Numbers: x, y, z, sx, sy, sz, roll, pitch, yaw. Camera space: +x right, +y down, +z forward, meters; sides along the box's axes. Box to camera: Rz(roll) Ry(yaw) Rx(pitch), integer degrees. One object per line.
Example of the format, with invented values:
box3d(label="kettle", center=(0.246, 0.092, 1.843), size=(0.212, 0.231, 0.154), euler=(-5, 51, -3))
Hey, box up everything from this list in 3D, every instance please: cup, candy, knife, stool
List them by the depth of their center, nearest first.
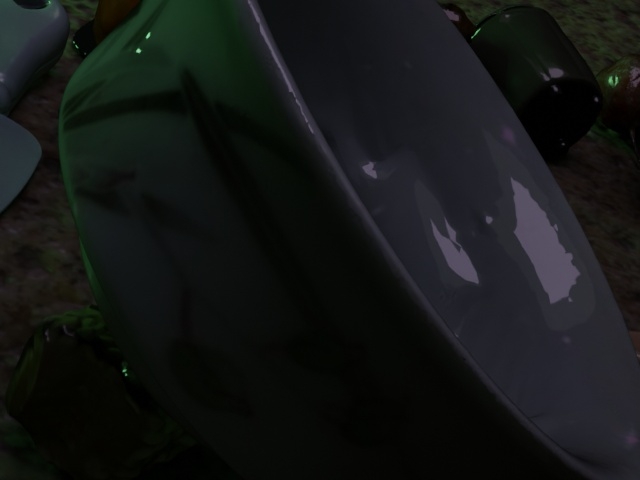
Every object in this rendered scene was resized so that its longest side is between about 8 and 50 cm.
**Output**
box3d(label="cup", center=(0.000, 0.000, 0.762), size=(0.347, 0.163, 0.347), euler=(49, 20, -25))
box3d(label="candy", center=(-0.096, 0.073, 0.809), size=(0.095, 0.085, 0.110), euler=(43, 34, 14))
box3d(label="knife", center=(-0.217, -0.071, 1.035), size=(0.080, 0.044, 0.331), euler=(19, 35, -10))
box3d(label="stool", center=(0.162, -0.123, 1.250), size=(0.096, 0.096, 0.110), euler=(-2, 40, -29))

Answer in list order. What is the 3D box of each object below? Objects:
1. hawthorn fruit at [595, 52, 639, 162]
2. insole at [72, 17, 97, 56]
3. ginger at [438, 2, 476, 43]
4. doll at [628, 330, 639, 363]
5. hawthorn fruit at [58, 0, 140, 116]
box3d(label="hawthorn fruit", center=(0.252, -0.103, 1.307), size=(0.067, 0.067, 0.103), euler=(15, 56, -3))
box3d(label="insole", center=(-0.106, -0.196, 1.319), size=(0.109, 0.007, 0.322), euler=(21, 31, 10))
box3d(label="ginger", center=(0.036, -0.153, 1.252), size=(0.162, 0.073, 0.103), euler=(-8, 22, -4))
box3d(label="doll", center=(0.289, 0.101, 0.930), size=(0.278, 0.119, 0.154), euler=(2, 19, -35))
box3d(label="hawthorn fruit", center=(-0.058, -0.132, 1.055), size=(0.299, 0.211, 0.211), euler=(-25, 50, -37))
